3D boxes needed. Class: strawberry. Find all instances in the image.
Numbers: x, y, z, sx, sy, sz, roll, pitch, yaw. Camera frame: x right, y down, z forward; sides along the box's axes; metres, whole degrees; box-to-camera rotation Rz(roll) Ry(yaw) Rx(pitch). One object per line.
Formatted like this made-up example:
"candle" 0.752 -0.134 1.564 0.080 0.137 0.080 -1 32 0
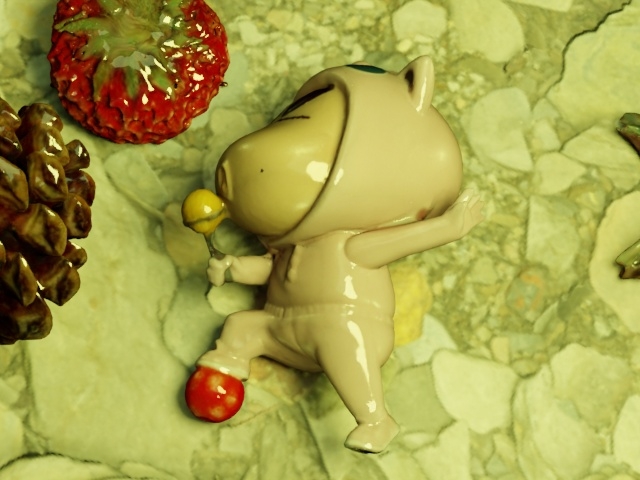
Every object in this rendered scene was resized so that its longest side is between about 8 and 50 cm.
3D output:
"strawberry" -0.135 -0.143 1.427 0.145 0.086 0.145 2 69 -5

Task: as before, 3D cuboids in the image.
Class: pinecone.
"pinecone" -0.245 -0.016 1.317 0.208 0.207 0.207 2 69 -6

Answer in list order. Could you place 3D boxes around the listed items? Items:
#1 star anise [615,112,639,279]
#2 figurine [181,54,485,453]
"star anise" 0.351 -0.038 1.451 0.288 0.088 0.288 -2 62 4
"figurine" 0.000 0.000 1.352 0.186 0.176 0.287 19 81 -27
